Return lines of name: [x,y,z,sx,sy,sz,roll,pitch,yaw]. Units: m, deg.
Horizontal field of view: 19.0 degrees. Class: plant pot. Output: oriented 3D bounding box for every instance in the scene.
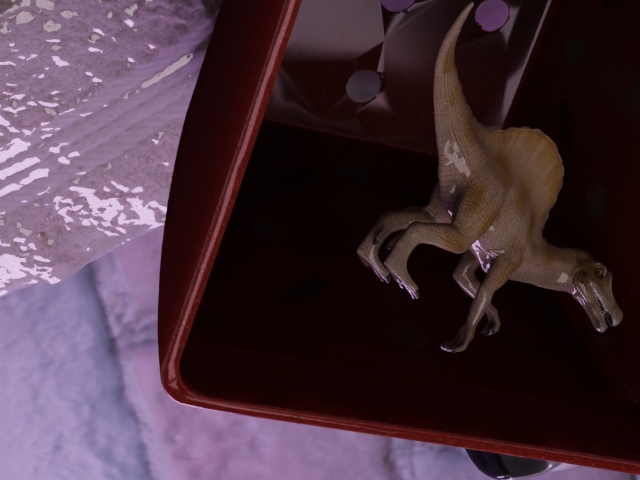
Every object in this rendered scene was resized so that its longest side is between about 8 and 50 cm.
plant pot: [0.066,-0.076,0.912,0.267,0.236,0.267,11,114,-20]

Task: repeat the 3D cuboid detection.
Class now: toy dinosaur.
toy dinosaur: [0.060,-0.016,0.787,0.092,0.053,0.183,-42,129,-8]

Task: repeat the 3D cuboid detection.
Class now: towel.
towel: [-0.161,-0.062,1.049,0.282,0.049,0.187,-27,134,16]

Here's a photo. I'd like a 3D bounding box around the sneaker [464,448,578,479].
sneaker: [0.219,0.020,1.165,0.146,0.122,0.330,3,138,-33]
